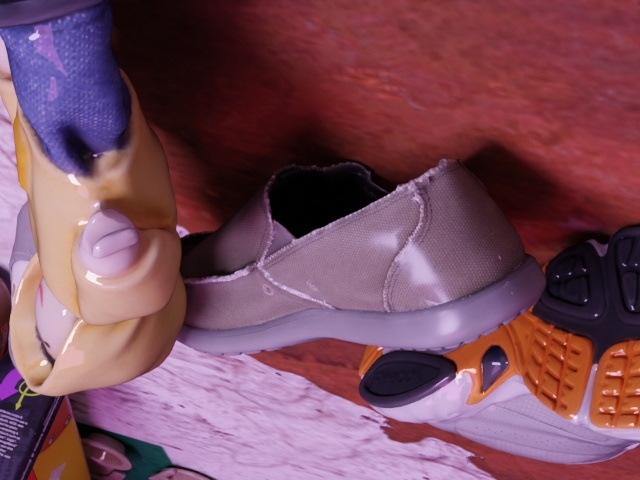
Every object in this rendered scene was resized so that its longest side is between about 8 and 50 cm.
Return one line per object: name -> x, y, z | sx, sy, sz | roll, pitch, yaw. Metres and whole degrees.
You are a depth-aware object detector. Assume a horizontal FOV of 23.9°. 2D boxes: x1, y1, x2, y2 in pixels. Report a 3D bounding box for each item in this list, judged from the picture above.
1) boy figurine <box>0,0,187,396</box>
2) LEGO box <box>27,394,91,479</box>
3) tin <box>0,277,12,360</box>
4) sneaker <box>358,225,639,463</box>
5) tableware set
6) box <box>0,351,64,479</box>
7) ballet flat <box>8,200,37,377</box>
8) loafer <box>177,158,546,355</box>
boy figurine -> -0.115, -0.036, 0.672 | 0.092, 0.177, 0.285 | -18, 144, -15
LEGO box -> -0.360, 0.318, 1.256 | 0.193, 0.372, 0.500 | 25, 155, 9
tin -> -0.300, 0.039, 1.019 | 0.189, 0.040, 0.106 | 21, 121, 1
sneaker -> 0.142, 0.064, 0.743 | 0.121, 0.099, 0.262 | 29, 162, -31
tableware set -> -0.159, 0.208, 1.312 | 0.168, 0.020, 0.141 | 25, 154, -4
box -> -0.247, 0.122, 1.057 | 0.116, 0.162, 0.029 | 17, 157, 13
ballet flat -> -0.164, 0.043, 0.947 | 0.072, 0.068, 0.213 | 21, 154, 1
loafer -> 0.000, 0.000, 0.743 | 0.251, 0.094, 0.087 | -5, 109, 46
